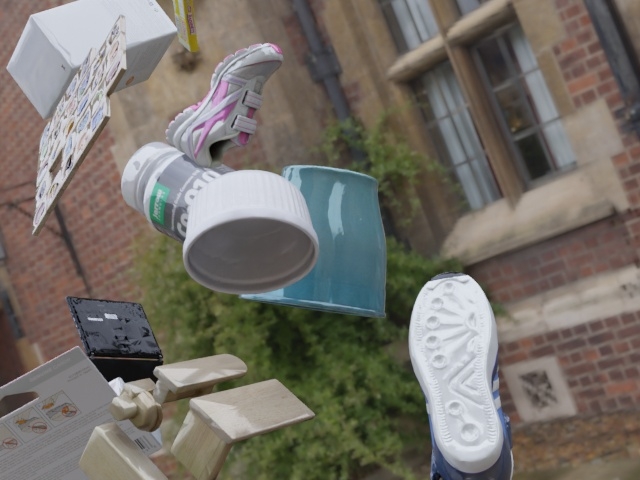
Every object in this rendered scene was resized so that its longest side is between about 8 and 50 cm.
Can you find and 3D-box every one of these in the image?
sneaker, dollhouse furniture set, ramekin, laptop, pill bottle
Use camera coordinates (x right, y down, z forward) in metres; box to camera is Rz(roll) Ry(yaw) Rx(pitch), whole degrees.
[{"bbox_3d":[-0.140,-0.217,1.649,0.252,0.111,0.103,-47,-19,21],"label":"sneaker"},{"bbox_3d":[-0.121,0.192,0.955,0.123,0.144,0.151,-4,-54,-54],"label":"dollhouse furniture set"},{"bbox_3d":[-0.109,-0.016,1.521,0.207,0.109,0.207,-5,-36,-3],"label":"ramekin"},{"bbox_3d":[-0.508,0.283,2.359,0.136,0.264,0.234,-42,-30,25],"label":"laptop"},{"bbox_3d":[-0.263,-0.081,2.217,0.361,0.204,0.204,26,26,30],"label":"pill bottle"},{"bbox_3d":[0.213,0.238,1.481,0.130,0.323,0.236,-9,-36,7],"label":"sneaker"}]

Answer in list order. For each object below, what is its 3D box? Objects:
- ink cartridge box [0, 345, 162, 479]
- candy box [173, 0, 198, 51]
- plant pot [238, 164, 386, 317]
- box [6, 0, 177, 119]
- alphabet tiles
[{"bbox_3d":[-0.419,0.290,1.504,0.275,0.239,0.060,-28,30,2],"label":"ink cartridge box"},{"bbox_3d":[-0.320,-0.551,2.298,0.027,0.206,0.105,-15,30,-20],"label":"candy box"},{"bbox_3d":[0.000,0.000,1.821,0.271,0.255,0.271,7,-5,1],"label":"plant pot"},{"bbox_3d":[-0.559,-0.470,2.437,0.345,0.168,0.215,-33,-7,-43],"label":"box"},{"bbox_3d":[-0.290,-0.150,1.187,0.009,0.198,0.237,22,-55,-29],"label":"alphabet tiles"}]
